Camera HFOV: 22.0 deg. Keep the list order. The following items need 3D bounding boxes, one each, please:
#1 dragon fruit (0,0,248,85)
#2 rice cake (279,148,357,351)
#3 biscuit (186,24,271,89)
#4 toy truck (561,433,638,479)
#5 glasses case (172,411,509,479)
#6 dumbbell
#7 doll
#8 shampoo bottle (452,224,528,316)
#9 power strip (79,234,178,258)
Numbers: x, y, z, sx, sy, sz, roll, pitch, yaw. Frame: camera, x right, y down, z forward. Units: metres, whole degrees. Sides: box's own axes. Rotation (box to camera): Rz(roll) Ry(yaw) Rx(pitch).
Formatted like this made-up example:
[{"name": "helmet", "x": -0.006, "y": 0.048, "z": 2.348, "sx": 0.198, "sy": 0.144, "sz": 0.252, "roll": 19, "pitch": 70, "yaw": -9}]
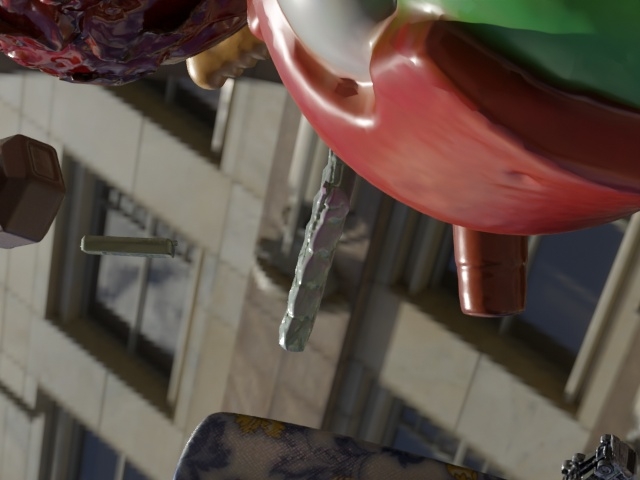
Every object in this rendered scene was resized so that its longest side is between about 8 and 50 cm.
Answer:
[{"name": "dragon fruit", "x": -0.120, "y": -0.246, "z": 1.024, "sx": 0.277, "sy": 0.277, "sz": 0.342, "roll": 22, "pitch": -142, "yaw": 11}, {"name": "rice cake", "x": 0.000, "y": 0.000, "z": 1.706, "sx": 0.037, "sy": 0.189, "sz": 0.198, "roll": 16, "pitch": -166, "yaw": -1}, {"name": "biscuit", "x": -0.027, "y": -0.230, "z": 1.204, "sx": 0.030, "sy": 0.250, "sz": 0.160, "roll": -6, "pitch": -108, "yaw": -57}, {"name": "toy truck", "x": 0.239, "y": 0.204, "z": 1.416, "sx": 0.044, "sy": 0.083, "sz": 0.039, "roll": 33, "pitch": -138, "yaw": -15}, {"name": "glasses case", "x": 0.049, "y": 0.146, "z": 0.753, "sx": 0.248, "sy": 0.065, "sz": 0.087, "roll": 14, "pitch": -112, "yaw": 5}, {"name": "dumbbell", "x": -0.299, "y": -0.060, "z": 1.227, "sx": 0.231, "sy": 0.082, "sz": 0.092, "roll": 22, "pitch": -141, "yaw": -41}, {"name": "doll", "x": 0.069, "y": -0.092, "z": 0.411, "sx": 0.160, "sy": 0.363, "sz": 0.182, "roll": 21, "pitch": -108, "yaw": -17}, {"name": "shampoo bottle", "x": 0.080, "y": -0.084, "z": 0.812, "sx": 0.085, "sy": 0.244, "sz": 0.085, "roll": -2, "pitch": -178, "yaw": 0}, {"name": "power strip", "x": -0.176, "y": 0.006, "z": 1.511, "sx": 0.090, "sy": 0.016, "sz": 0.040, "roll": 3, "pitch": 174, "yaw": 0}]
